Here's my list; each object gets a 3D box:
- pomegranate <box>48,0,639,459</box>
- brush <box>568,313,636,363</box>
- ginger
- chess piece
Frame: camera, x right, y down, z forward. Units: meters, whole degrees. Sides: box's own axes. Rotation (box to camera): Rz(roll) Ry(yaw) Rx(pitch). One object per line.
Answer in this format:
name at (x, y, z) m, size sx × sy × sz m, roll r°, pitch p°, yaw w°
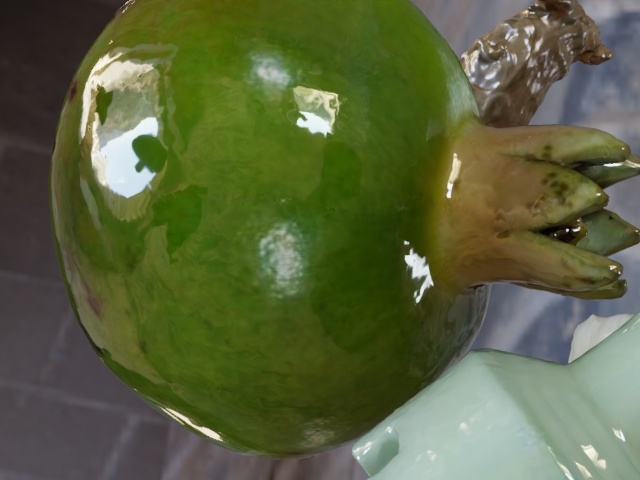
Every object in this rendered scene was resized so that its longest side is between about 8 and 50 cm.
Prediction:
pomegranate at (0.000, 0.000, 1.098) m, size 0.358 × 0.216 × 0.310 m, roll 5°, pitch 129°, yaw 25°
brush at (0.209, 0.163, 0.929) m, size 0.266 × 0.166 × 0.174 m, roll 22°, pitch 156°, yaw 32°
ginger at (0.082, -0.078, 1.385) m, size 0.290 × 0.084 × 0.122 m, roll -40°, pitch 145°, yaw 2°
chess piece at (0.165, 0.041, 0.736) m, size 0.299 × 0.194 × 0.194 m, roll -36°, pitch 137°, yaw 4°
